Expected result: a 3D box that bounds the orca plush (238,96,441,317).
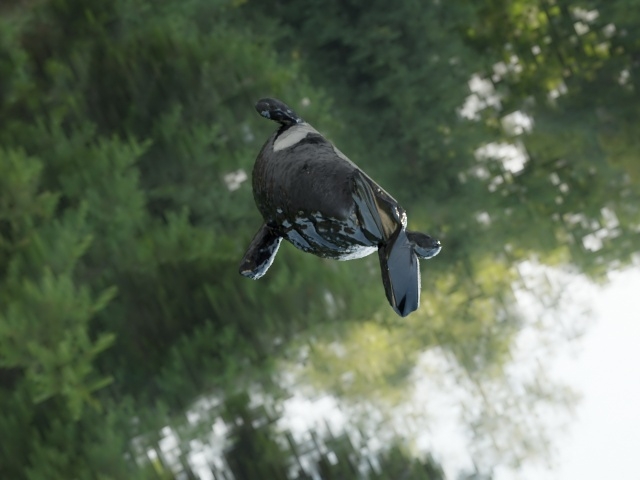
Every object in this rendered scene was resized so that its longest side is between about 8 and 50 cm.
[{"bbox_3d":[0.000,0.000,0.970,0.102,0.151,0.287,-49,-156,3],"label":"orca plush"}]
